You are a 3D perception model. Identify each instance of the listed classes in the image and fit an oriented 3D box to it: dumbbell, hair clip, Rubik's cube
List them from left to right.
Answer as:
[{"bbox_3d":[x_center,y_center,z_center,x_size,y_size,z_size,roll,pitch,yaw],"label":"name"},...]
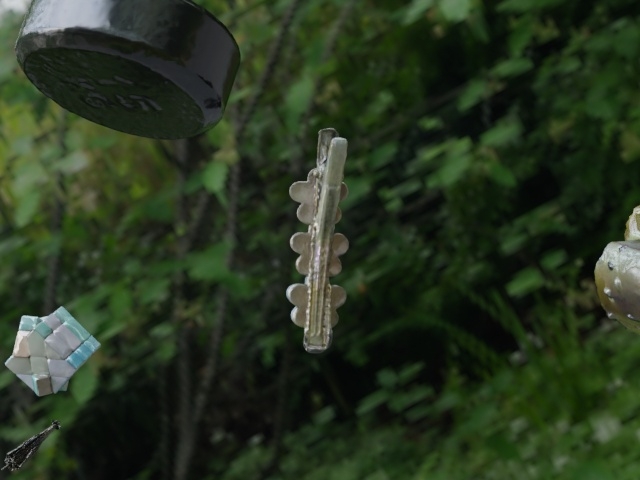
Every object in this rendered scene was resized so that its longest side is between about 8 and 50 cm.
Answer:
[{"bbox_3d":[-0.281,0.116,1.778,0.073,0.084,0.075,-48,-16,31],"label":"Rubik's cube"},{"bbox_3d":[-0.143,-0.276,1.619,0.203,0.203,0.322,-16,53,57],"label":"dumbbell"},{"bbox_3d":[-0.001,-0.001,1.660,0.062,0.214,0.056,4,9,-13],"label":"hair clip"}]

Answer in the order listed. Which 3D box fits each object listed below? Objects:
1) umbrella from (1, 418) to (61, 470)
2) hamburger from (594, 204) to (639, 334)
[{"bbox_3d":[-0.303,0.215,1.801,0.083,0.020,0.031,-47,-13,-35],"label":"umbrella"},{"bbox_3d":[0.441,0.037,1.613,0.277,0.318,0.195,21,92,53],"label":"hamburger"}]
